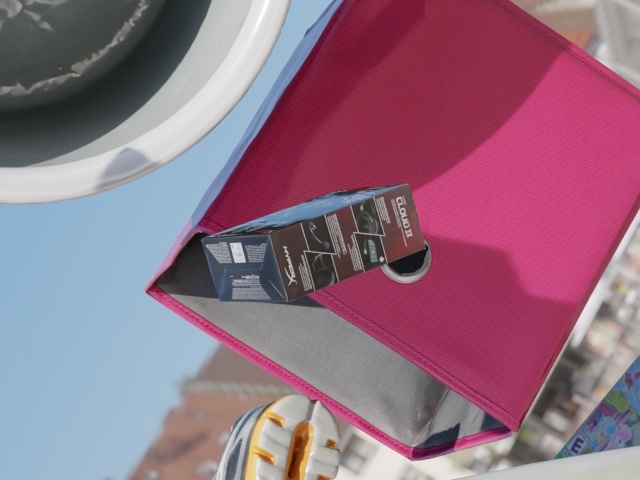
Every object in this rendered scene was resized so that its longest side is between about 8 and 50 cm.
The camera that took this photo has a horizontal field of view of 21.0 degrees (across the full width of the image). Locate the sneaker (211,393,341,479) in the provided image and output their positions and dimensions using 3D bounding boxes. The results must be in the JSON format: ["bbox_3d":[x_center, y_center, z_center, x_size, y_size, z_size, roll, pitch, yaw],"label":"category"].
[{"bbox_3d":[-0.046,0.209,1.156,0.083,0.084,0.215,-6,63,60],"label":"sneaker"}]

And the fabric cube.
[{"bbox_3d":[0.060,-0.021,1.245,0.258,0.254,0.259,-58,6,-17],"label":"fabric cube"}]

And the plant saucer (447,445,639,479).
[{"bbox_3d":[0.024,0.178,0.449,0.400,0.400,0.100,103,155,-58],"label":"plant saucer"}]

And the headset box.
[{"bbox_3d":[0.000,0.000,0.759,0.083,0.032,0.062,-19,9,-31],"label":"headset box"}]

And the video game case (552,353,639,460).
[{"bbox_3d":[0.290,0.168,1.361,0.193,0.023,0.212,-52,33,11],"label":"video game case"}]

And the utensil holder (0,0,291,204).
[{"bbox_3d":[-0.206,-0.211,1.134,0.327,0.327,0.385,-62,15,3],"label":"utensil holder"}]
